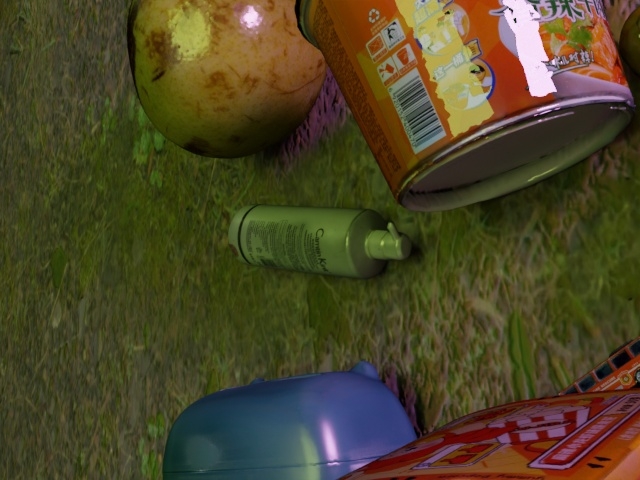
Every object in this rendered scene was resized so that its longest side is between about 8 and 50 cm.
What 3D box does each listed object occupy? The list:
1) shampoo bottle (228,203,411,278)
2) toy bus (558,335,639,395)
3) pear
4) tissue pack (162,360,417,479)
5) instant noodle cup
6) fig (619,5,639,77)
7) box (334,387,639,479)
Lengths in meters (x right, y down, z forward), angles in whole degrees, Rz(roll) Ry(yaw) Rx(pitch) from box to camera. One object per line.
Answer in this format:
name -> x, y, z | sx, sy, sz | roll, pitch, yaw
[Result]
shampoo bottle -> 0.000, 0.000, 0.909 | 0.262, 0.085, 0.085 | 5, 85, 42
toy bus -> 0.273, 0.129, 0.674 | 0.110, 0.031, 0.043 | -46, 48, 27
pear -> -0.125, -0.246, 0.951 | 0.283, 0.283, 0.284 | -9, 76, 41
tissue pack -> -0.038, 0.249, 0.819 | 0.287, 0.198, 0.206 | -20, 71, 41
instant noodle cup -> 0.143, -0.165, 0.697 | 0.296, 0.296, 0.214 | -27, 73, 36
fig -> 0.307, -0.184, 0.657 | 0.082, 0.098, 0.084 | -16, 60, 41
box -> 0.159, 0.250, 0.566 | 0.259, 0.283, 0.214 | -22, 80, 37
